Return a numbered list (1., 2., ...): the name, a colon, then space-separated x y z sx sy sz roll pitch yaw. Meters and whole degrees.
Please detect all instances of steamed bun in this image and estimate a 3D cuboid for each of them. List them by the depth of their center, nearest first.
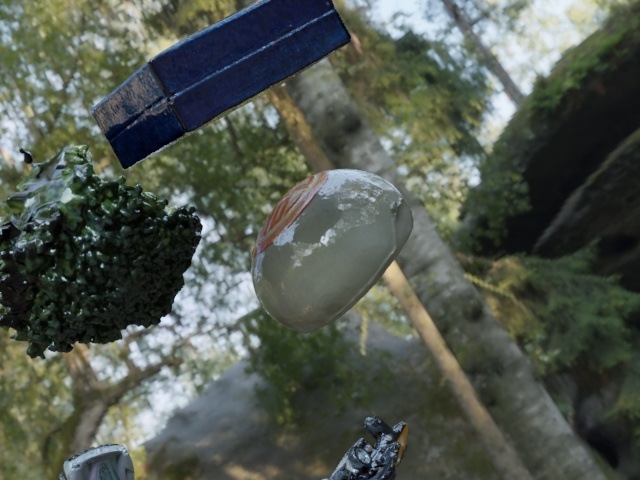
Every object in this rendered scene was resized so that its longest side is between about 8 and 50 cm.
1. steamed bun: 0.000 0.000 1.586 0.283 0.177 0.283 -46 10 10

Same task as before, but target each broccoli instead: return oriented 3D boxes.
1. broccoli: -0.350 -0.013 1.513 0.347 0.281 0.293 -22 -52 -32

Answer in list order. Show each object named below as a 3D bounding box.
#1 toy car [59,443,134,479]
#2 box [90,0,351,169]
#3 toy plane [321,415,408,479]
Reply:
1. toy car: -0.124 0.162 0.582 0.041 0.093 0.025 -12 16 -29
2. box: -0.141 -0.224 1.375 0.279 0.116 0.261 -35 11 -28
3. toy plane: 0.074 0.333 1.510 0.204 0.103 0.316 -49 3 26
